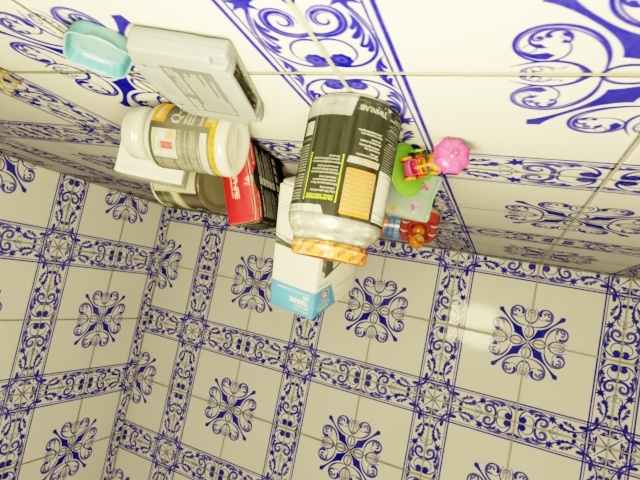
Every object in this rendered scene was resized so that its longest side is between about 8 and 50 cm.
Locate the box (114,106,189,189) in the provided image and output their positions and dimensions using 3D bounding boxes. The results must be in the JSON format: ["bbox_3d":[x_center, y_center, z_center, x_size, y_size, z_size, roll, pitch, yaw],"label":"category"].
[{"bbox_3d":[-0.456,-0.253,1.268,0.181,0.181,0.119,12,176,-10],"label":"box"}]

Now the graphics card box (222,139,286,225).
[{"bbox_3d":[-0.181,-0.150,1.350,0.094,0.232,0.371,-10,177,12],"label":"graphics card box"}]

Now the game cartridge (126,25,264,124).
[{"bbox_3d":[-0.233,-0.309,0.872,0.198,0.062,0.297,15,176,5],"label":"game cartridge"}]

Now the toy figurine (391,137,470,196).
[{"bbox_3d":[0.269,-0.178,1.021,0.173,0.130,0.159,-14,-176,-42],"label":"toy figurine"}]

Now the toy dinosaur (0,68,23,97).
[{"bbox_3d":[-0.810,-0.410,1.134,0.093,0.053,0.183,33,157,-32],"label":"toy dinosaur"}]

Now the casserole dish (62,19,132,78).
[{"bbox_3d":[-0.410,-0.354,0.836,0.114,0.036,0.188,14,176,-30],"label":"casserole dish"}]

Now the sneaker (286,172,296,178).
[{"bbox_3d":[-0.158,-0.202,1.734,0.088,0.092,0.225,14,175,-34],"label":"sneaker"}]

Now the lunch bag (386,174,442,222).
[{"bbox_3d":[0.148,-0.154,1.220,0.224,0.160,0.262,11,-170,-38],"label":"lunch bag"}]

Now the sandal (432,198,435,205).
[{"bbox_3d":[0.272,-0.150,1.563,0.255,0.054,0.097,12,175,-9],"label":"sandal"}]

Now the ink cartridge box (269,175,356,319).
[{"bbox_3d":[0.000,0.000,1.408,0.166,0.394,0.285,18,-156,26],"label":"ink cartridge box"}]

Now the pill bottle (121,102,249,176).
[{"bbox_3d":[-0.330,-0.251,1.110,0.279,0.162,0.162,10,175,12],"label":"pill bottle"}]

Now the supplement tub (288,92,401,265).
[{"bbox_3d":[0.045,-0.115,0.914,0.194,0.315,0.193,12,176,1],"label":"supplement tub"}]

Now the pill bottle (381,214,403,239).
[{"bbox_3d":[0.373,-0.062,1.977,0.222,0.124,0.124,9,175,11],"label":"pill bottle"}]

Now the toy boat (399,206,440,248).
[{"bbox_3d":[0.389,-0.037,1.791,0.151,0.151,0.231,9,148,9],"label":"toy boat"}]

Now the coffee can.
[{"bbox_3d":[-0.456,-0.213,1.649,0.276,0.201,0.202,9,175,36],"label":"coffee can"}]
